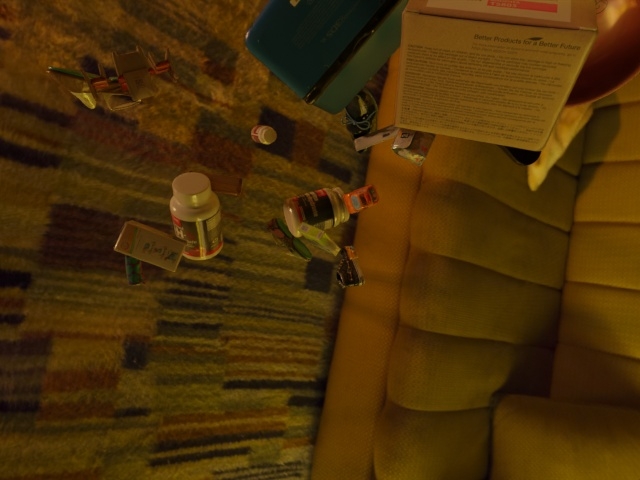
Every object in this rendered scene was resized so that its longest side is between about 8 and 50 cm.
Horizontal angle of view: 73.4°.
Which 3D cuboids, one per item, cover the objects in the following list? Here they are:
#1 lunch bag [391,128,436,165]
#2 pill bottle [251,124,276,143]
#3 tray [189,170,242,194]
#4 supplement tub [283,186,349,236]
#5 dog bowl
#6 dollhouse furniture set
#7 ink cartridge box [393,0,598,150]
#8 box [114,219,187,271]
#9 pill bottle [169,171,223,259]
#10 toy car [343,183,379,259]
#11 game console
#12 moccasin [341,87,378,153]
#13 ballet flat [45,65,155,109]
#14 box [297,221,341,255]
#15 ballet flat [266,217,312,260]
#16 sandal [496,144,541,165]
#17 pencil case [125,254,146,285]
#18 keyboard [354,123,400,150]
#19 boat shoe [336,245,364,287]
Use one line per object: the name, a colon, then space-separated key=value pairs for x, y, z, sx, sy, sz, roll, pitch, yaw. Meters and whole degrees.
lunch bag: x=0.212 y=-0.224 z=0.989 sx=0.083 sy=0.053 sz=0.071 roll=27 pitch=72 yaw=4
pill bottle: x=-0.267 y=-0.504 z=2.047 sx=0.086 sy=0.152 sz=0.085 roll=-9 pitch=111 yaw=-26
tray: x=-0.440 y=-0.248 z=1.849 sx=0.203 sy=0.411 sz=0.076 roll=8 pitch=97 yaw=-11
supplement tub: x=-0.022 y=-0.136 z=2.012 sx=0.273 sy=0.191 sz=0.191 roll=-17 pitch=103 yaw=-13
dog bowl: x=0.629 y=-0.503 z=1.038 sx=0.408 sy=0.408 sz=0.150 roll=28 pitch=38 yaw=-36
dollhouse furniture set: x=-0.562 y=-0.483 z=1.298 sx=0.262 sy=0.259 sz=0.135 roll=-23 pitch=108 yaw=-18
ink cartridge box: x=0.234 y=-0.245 z=0.622 sx=0.193 sy=0.235 sz=0.088 roll=85 pitch=23 yaw=-53
box: x=-0.570 y=0.017 z=1.456 sx=0.203 sy=0.114 sz=0.103 roll=23 pitch=90 yaw=-16
pill bottle: x=-0.464 y=-0.090 z=1.607 sx=0.176 sy=0.176 sz=0.318 roll=-32 pitch=147 yaw=-33
toy car: x=0.072 y=-0.029 z=0.688 sx=0.060 sy=0.040 sz=0.121 roll=-5 pitch=95 yaw=-12
game console: x=0.041 y=-0.417 z=0.834 sx=0.250 sy=0.173 sz=0.293 roll=38 pitch=110 yaw=-19
moccasin: x=0.166 y=-0.466 z=1.706 sx=0.116 sy=0.138 sz=0.342 roll=-62 pitch=151 yaw=-15
ballet flat: x=-0.749 y=-0.519 z=1.492 sx=0.343 sy=0.116 sz=0.124 roll=-10 pitch=122 yaw=-40
box: x=0.000 y=0.000 z=1.588 sx=0.042 sy=0.109 sz=0.178 roll=-60 pitch=148 yaw=-10
ballet flat: x=-0.128 y=0.007 z=1.698 sx=0.221 sy=0.079 sz=0.077 roll=48 pitch=27 yaw=-11
sandal: x=0.441 y=-0.282 z=1.056 sx=0.255 sy=0.054 sz=0.097 roll=31 pitch=91 yaw=-4
pencil case: x=-0.739 y=0.105 z=1.712 sx=0.070 sy=0.064 sz=0.151 roll=-7 pitch=84 yaw=-6
keyboard: x=0.256 y=-0.417 z=1.681 sx=0.014 sy=0.256 sz=0.072 roll=54 pitch=22 yaw=-49
boat shoe: x=0.088 y=0.091 z=1.533 sx=0.083 sy=0.183 sz=0.065 roll=-10 pitch=134 yaw=-14
